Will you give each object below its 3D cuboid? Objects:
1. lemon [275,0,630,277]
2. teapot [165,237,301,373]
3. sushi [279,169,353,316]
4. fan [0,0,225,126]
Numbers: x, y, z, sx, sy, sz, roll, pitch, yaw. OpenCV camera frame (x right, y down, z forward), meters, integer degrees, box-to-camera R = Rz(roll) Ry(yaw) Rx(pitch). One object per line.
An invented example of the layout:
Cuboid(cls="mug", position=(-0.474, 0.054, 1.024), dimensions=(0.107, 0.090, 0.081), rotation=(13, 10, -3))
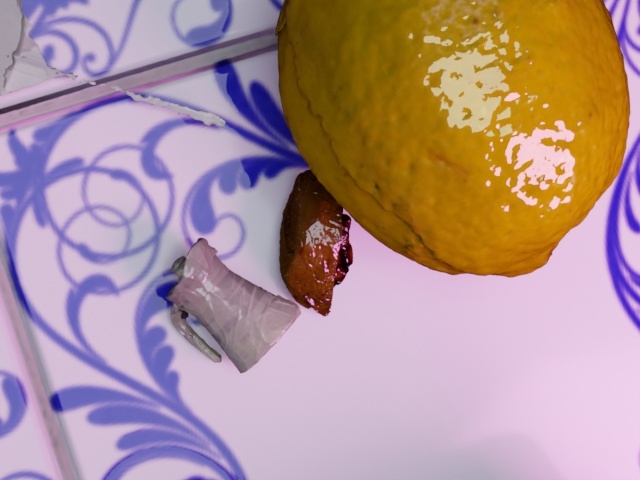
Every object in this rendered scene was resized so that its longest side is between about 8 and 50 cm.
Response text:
Cuboid(cls="lemon", position=(0.078, -0.096, 0.863), dimensions=(0.204, 0.204, 0.260), rotation=(-29, 98, -11))
Cuboid(cls="teapot", position=(-0.062, 0.042, 0.910), dimensions=(0.083, 0.057, 0.067), rotation=(43, 111, -6))
Cuboid(cls="sushi", position=(0.000, 0.000, 0.924), dimensions=(0.047, 0.050, 0.099), rotation=(7, 100, -20))
Cuboid(cls="fan", position=(-0.206, -0.119, 0.888), dimensions=(0.310, 0.010, 0.182), rotation=(19, 87, -11))
